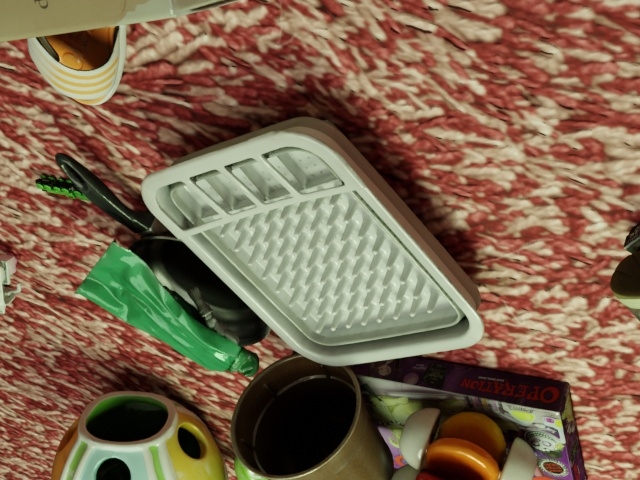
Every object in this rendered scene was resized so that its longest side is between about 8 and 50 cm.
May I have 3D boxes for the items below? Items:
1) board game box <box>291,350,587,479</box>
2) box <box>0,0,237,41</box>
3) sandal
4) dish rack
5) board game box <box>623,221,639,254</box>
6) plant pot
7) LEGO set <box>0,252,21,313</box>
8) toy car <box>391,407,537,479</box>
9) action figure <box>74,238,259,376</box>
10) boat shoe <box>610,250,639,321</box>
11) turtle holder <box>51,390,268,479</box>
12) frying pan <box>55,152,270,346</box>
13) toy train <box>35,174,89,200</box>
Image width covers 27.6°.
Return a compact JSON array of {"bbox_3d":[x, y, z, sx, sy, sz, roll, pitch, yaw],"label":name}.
[{"bbox_3d":[0.145,0.224,1.606,0.347,0.056,0.208,7,145,26],"label":"board game box"},{"bbox_3d":[-0.220,-0.254,1.122,0.311,0.121,0.148,-2,107,35],"label":"box"},{"bbox_3d":[-0.243,-0.210,1.274,0.102,0.076,0.265,28,146,0],"label":"sandal"},{"bbox_3d":[0.000,0.000,1.389,0.285,0.072,0.333,-15,128,43],"label":"dish rack"},{"bbox_3d":[0.375,-0.010,1.165,0.126,0.026,0.186,30,145,-5],"label":"board game box"},{"bbox_3d":[0.002,0.245,1.563,0.167,0.167,0.165,3,147,31],"label":"plant pot"},{"bbox_3d":[-0.533,0.040,1.804,0.287,0.107,0.132,19,110,19],"label":"LEGO set"},{"bbox_3d":[0.155,0.293,1.504,0.159,0.136,0.182,17,117,12],"label":"toy car"},{"bbox_3d":[-0.170,0.091,1.547,0.232,0.063,0.137,37,144,-8],"label":"action figure"},{"bbox_3d":[0.371,0.048,1.157,0.223,0.080,0.073,0,143,41],"label":"boat shoe"},{"bbox_3d":[-0.234,0.347,1.851,0.320,0.243,0.227,18,128,29],"label":"turtle holder"},{"bbox_3d":[-0.195,0.018,1.561,0.326,0.053,0.197,36,145,-9],"label":"frying pan"},{"bbox_3d":[-0.304,-0.061,1.560,0.083,0.017,0.023,11,153,22],"label":"toy train"}]
